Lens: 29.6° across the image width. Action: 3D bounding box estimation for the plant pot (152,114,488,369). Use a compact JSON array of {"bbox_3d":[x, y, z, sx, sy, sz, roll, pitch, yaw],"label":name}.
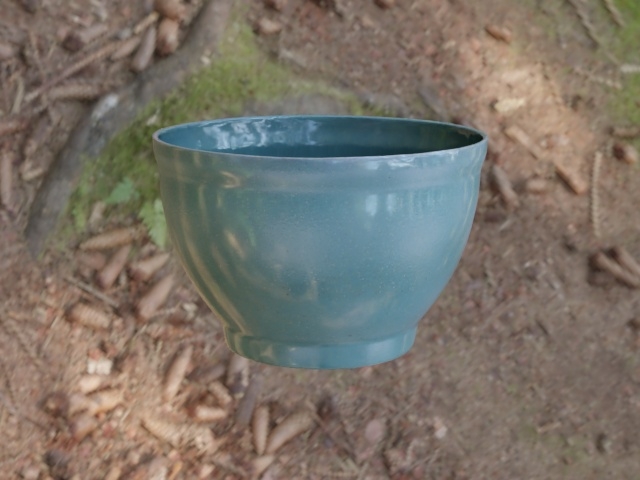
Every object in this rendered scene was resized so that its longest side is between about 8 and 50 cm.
[{"bbox_3d":[0.000,0.000,1.081,0.293,0.293,0.196,-8,104,-33],"label":"plant pot"}]
